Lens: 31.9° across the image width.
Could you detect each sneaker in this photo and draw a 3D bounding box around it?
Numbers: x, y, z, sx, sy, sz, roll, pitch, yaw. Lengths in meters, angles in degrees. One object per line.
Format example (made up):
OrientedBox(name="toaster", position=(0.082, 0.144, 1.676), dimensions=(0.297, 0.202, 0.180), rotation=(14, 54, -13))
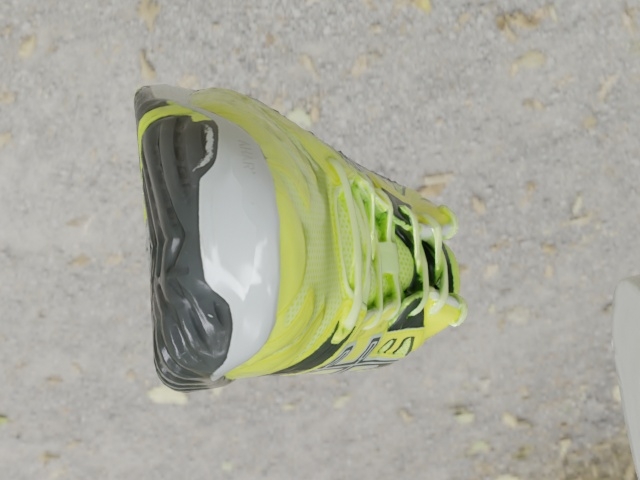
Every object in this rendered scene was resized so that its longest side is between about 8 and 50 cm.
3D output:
OrientedBox(name="sneaker", position=(0.000, 0.000, 0.574), dimensions=(0.147, 0.145, 0.385), rotation=(-4, 177, 5))

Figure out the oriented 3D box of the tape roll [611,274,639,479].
OrientedBox(name="tape roll", position=(0.273, 0.119, 0.600), dimensions=(0.169, 0.246, 0.246), rotation=(-13, 136, 5))
